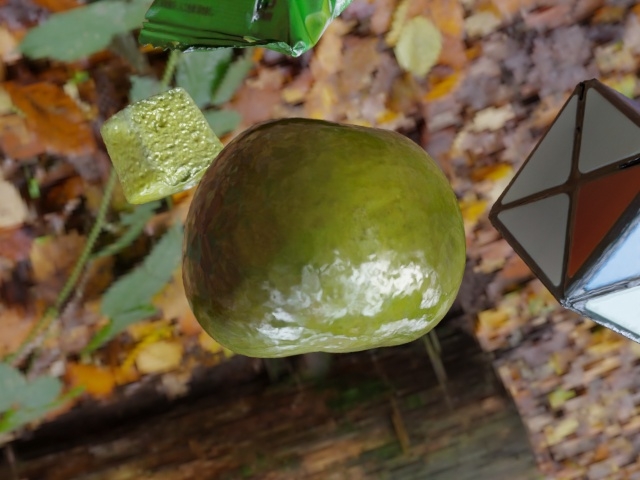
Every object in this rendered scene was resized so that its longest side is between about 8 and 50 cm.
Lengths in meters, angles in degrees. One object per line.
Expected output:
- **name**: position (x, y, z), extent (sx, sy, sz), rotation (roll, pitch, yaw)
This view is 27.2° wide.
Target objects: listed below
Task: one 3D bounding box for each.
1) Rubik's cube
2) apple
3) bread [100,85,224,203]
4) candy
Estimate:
- **Rubik's cube**: position (0.409, -0.027, 1.714), extent (0.246, 0.248, 0.250), rotation (25, 110, -29)
- **apple**: position (0.000, 0.000, 0.886), extent (0.197, 0.156, 0.196), rotation (2, 178, 0)
- **bread**: position (-0.188, -0.106, 1.548), extent (0.129, 0.114, 0.111), rotation (-27, -178, -38)
- **candy**: position (-0.028, -0.206, 0.998), extent (0.203, 0.141, 0.078), rotation (-52, 159, -37)
